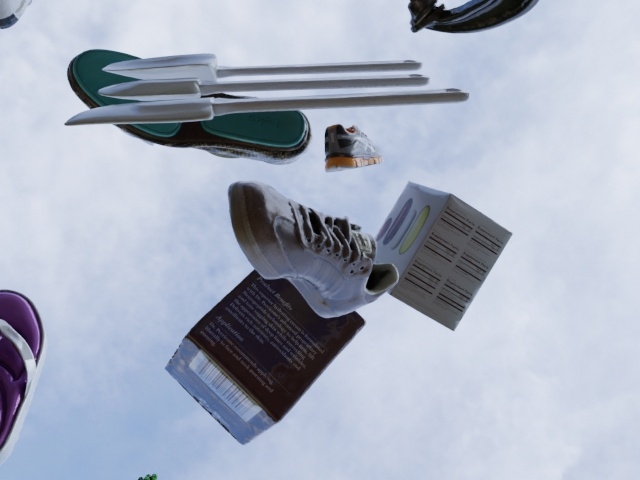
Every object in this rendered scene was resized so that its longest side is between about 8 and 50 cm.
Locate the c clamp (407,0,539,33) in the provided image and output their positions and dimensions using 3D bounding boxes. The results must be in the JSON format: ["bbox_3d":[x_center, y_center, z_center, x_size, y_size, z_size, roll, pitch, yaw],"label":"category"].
[{"bbox_3d":[0.035,-0.163,0.350,0.160,0.137,0.022,49,-119,-10],"label":"c clamp"}]

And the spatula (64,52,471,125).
[{"bbox_3d":[-0.034,-0.110,0.486,0.242,0.168,0.019,-4,-68,-4],"label":"spatula"}]

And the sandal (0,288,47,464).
[{"bbox_3d":[-0.633,0.243,1.393,0.170,0.102,0.416,-5,-132,-12],"label":"sandal"}]

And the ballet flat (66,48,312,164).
[{"bbox_3d":[-0.260,-0.238,1.431,0.483,0.182,0.163,14,-109,-10],"label":"ballet flat"}]

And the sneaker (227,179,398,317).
[{"bbox_3d":[0.000,0.000,0.516,0.071,0.188,0.066,-21,-118,14],"label":"sneaker"}]

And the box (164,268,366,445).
[{"bbox_3d":[-0.080,0.150,1.009,0.168,0.167,0.203,44,-124,4],"label":"box"}]

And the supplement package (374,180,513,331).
[{"bbox_3d":[0.200,0.022,1.302,0.149,0.194,0.203,30,-89,-19],"label":"supplement package"}]

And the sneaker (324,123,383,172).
[{"bbox_3d":[0.062,-0.176,1.333,0.084,0.215,0.083,-9,-85,18],"label":"sneaker"}]

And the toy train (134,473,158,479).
[{"bbox_3d":[-0.233,0.308,0.874,0.017,0.083,0.023,-18,-99,35],"label":"toy train"}]

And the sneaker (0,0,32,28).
[{"bbox_3d":[-0.449,-0.374,1.002,0.094,0.258,0.091,-8,-52,-4],"label":"sneaker"}]
